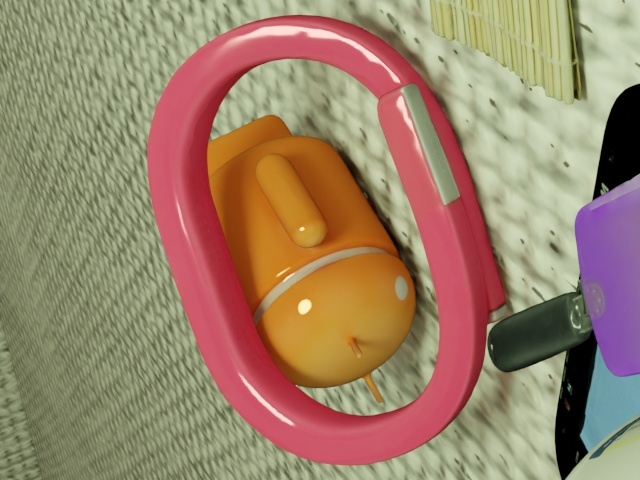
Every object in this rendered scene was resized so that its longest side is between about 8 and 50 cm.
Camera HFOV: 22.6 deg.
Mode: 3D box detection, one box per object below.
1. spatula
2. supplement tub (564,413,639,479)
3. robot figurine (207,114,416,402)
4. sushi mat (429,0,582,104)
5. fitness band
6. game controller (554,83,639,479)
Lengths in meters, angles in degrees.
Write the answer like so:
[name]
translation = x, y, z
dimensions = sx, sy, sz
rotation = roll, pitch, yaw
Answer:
[spatula]
translation = 0.127, 0.035, 0.784
dimensions = 0.296, 0.030, 0.084
rotation = 122, 138, -76
[supplement tub]
translation = 0.210, 0.130, 0.476
dimensions = 0.235, 0.235, 0.325
rotation = 66, 161, 10
[robot figurine]
translation = -0.012, 0.014, 1.149
dimensions = 0.158, 0.128, 0.219
rotation = -55, 52, 36
[sushi mat]
translation = 0.075, -0.232, 0.816
dimensions = 0.151, 0.019, 0.316
rotation = 38, 144, 56
[fitness band]
translation = 0.000, 0.000, 1.021
dimensions = 0.209, 0.054, 0.291
rotation = -16, 94, 30
[game controller]
translation = 0.171, 0.076, 0.791
dimensions = 0.166, 0.067, 0.319
rotation = 54, 155, 38
